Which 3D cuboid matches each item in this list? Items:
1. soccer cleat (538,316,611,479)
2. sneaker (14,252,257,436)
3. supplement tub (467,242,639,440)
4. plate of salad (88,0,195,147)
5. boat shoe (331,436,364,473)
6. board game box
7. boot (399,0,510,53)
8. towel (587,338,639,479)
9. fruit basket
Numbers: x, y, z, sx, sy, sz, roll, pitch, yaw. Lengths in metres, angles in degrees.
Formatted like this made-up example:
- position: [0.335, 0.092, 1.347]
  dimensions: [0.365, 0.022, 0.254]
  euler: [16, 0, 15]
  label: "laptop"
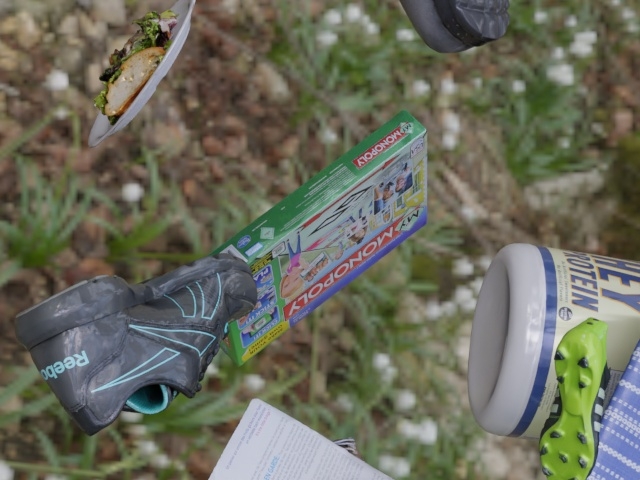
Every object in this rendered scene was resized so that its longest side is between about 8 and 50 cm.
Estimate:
- position: [0.247, 0.157, 1.451]
  dimensions: [0.072, 0.060, 0.179]
  euler: [-35, 136, -47]
  label: "soccer cleat"
- position: [-0.129, 0.079, 1.179]
  dimensions: [0.267, 0.101, 0.106]
  euler: [-13, 77, -59]
  label: "sneaker"
- position: [0.360, 0.139, 1.861]
  dimensions: [0.235, 0.324, 0.235]
  euler: [-171, -90, -83]
  label: "supplement tub"
- position: [-0.198, -0.187, 1.627]
  dimensions: [0.048, 0.200, 0.200]
  euler: [33, 56, -17]
  label: "plate of salad"
- position: [0.022, 0.280, 1.897]
  dimensions: [0.183, 0.066, 0.066]
  euler: [143, -62, -78]
  label: "boat shoe"
- position: [0.000, 0.000, 1.868]
  dimensions: [0.317, 0.046, 0.213]
  euler: [-37, 153, -17]
  label: "board game box"
- position: [-0.018, -0.224, 1.047]
  dimensions: [0.118, 0.222, 0.338]
  euler: [30, 35, -55]
  label: "boot"
- position: [0.404, 0.237, 1.675]
  dimensions: [0.243, 0.040, 0.336]
  euler: [32, 76, -16]
  label: "towel"
- position: [0.016, 0.372, 1.699]
  dimensions: [0.165, 0.353, 0.327]
  euler: [-64, 179, 39]
  label: "fruit basket"
